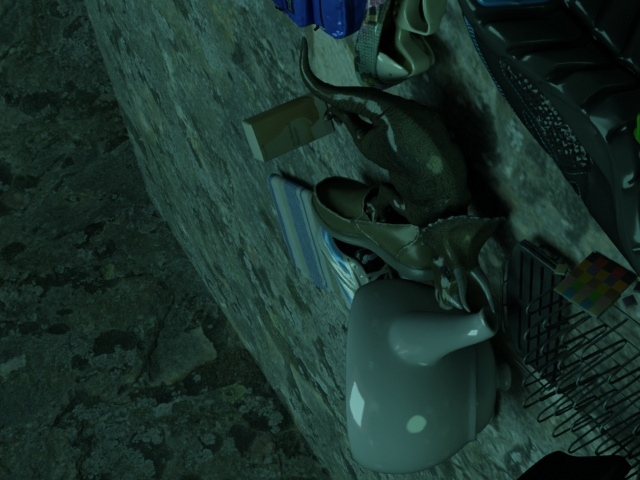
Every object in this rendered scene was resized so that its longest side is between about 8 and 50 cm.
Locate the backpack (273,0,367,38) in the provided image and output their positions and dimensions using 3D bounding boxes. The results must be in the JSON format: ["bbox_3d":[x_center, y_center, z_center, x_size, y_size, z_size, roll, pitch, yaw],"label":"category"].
[{"bbox_3d":[0.007,-0.265,0.809,0.120,0.101,0.098,49,165,30],"label":"backpack"}]

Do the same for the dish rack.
[{"bbox_3d":[0.250,0.132,0.733,0.271,0.074,0.208,47,156,43],"label":"dish rack"}]

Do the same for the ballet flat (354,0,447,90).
[{"bbox_3d":[0.079,-0.207,0.735,0.079,0.077,0.221,50,155,27],"label":"ballet flat"}]

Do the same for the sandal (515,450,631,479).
[{"bbox_3d":[0.228,0.228,0.716,0.040,0.067,0.179,51,161,4],"label":"sandal"}]

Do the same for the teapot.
[{"bbox_3d":[0.135,0.166,0.948,0.256,0.187,0.252,-56,-36,-74],"label":"teapot"}]

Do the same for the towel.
[{"bbox_3d":[0.000,0.000,1.338,0.285,0.034,0.209,28,140,59],"label":"towel"}]

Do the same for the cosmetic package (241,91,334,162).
[{"bbox_3d":[-0.045,-0.159,1.088,0.041,0.115,0.060,31,144,60],"label":"cosmetic package"}]

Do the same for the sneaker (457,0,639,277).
[{"bbox_3d":[0.215,-0.073,0.517,0.341,0.125,0.139,59,-171,7],"label":"sneaker"}]

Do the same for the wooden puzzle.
[{"bbox_3d":[0.237,0.038,0.672,0.006,0.049,0.083,51,174,-40],"label":"wooden puzzle"}]

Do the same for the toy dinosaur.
[{"bbox_3d":[0.094,-0.085,0.794,0.160,0.121,0.313,18,139,58],"label":"toy dinosaur"}]

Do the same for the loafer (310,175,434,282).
[{"bbox_3d":[0.076,-0.038,0.981,0.251,0.094,0.087,30,139,45],"label":"loafer"}]

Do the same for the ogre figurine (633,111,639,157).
[{"bbox_3d":[0.265,-0.031,0.368,0.197,0.118,0.097,33,150,61],"label":"ogre figurine"}]

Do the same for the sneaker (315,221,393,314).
[{"bbox_3d":[0.071,0.057,1.133,0.237,0.085,0.086,59,155,3],"label":"sneaker"}]
